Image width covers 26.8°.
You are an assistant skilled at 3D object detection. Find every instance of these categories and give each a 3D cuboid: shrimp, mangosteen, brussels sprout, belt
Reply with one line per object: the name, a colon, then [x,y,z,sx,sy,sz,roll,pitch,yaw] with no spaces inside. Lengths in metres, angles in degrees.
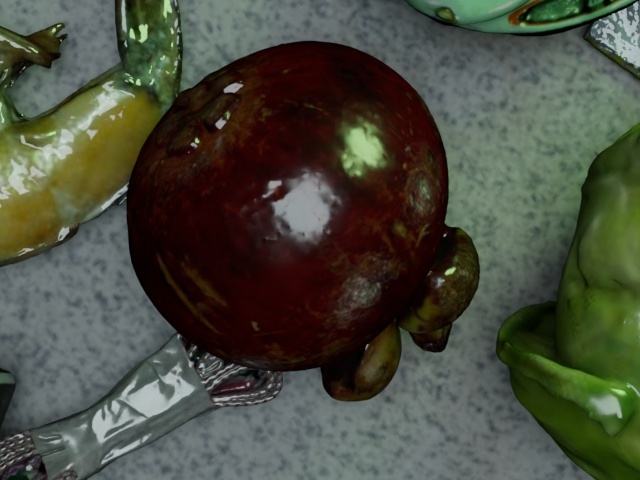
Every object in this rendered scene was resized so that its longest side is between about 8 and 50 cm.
shrimp: [-0.213,-0.198,0.911,0.272,0.085,0.445,9,88,-10]
mangosteen: [0.000,0.000,0.867,0.215,0.215,0.257,-44,118,-1]
brussels sprout: [0.262,0.040,0.859,0.294,0.227,0.259,2,105,-9]
belt: [-0.138,0.123,0.929,0.232,0.053,0.071,-28,90,-1]

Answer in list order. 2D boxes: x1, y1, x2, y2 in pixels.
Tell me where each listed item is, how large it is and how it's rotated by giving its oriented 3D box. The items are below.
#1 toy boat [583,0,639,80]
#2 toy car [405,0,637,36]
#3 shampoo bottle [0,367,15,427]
toy boat: [0.243,-0.173,0.955,0.063,0.016,0.115,36,89,-1]
toy car: [0.178,-0.217,0.896,0.306,0.136,0.125,-22,120,-5]
shampoo bottle: [-0.333,0.082,0.892,0.246,0.080,0.079,19,87,11]
